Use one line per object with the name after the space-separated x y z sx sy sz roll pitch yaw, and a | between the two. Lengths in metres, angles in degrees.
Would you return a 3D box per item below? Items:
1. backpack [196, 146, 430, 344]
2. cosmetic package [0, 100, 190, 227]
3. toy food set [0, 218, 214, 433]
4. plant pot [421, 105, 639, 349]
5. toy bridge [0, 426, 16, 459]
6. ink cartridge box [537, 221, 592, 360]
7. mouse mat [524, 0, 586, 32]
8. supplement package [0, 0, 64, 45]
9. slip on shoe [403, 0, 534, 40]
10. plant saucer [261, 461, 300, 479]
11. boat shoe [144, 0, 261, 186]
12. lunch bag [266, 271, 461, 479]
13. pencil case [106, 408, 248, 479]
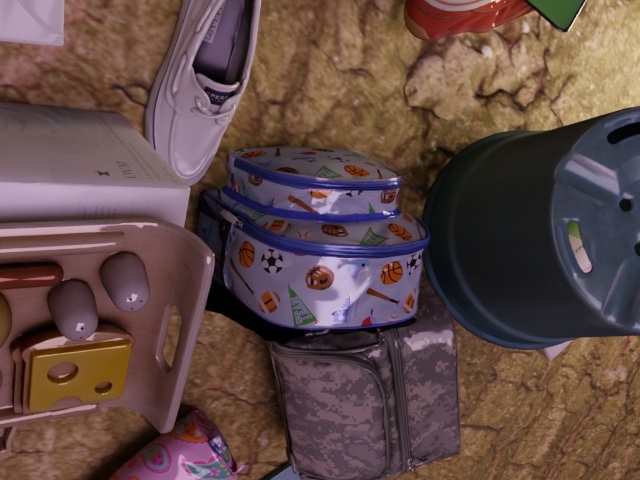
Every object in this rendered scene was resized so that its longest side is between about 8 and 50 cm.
0.000 0.000 0.819 0.276 0.263 0.213 -9 120 -28 | backpack
-0.273 -0.037 0.643 0.224 0.224 0.138 -1 116 -33 | cosmetic package
-0.247 0.101 0.533 0.306 0.092 0.220 -3 127 -31 | toy food set
0.341 -0.012 0.901 0.341 0.334 0.341 0 87 -8 | plant pot
-0.390 0.184 0.821 0.063 0.026 0.188 -15 122 -29 | toy bridge
0.419 0.065 1.227 0.207 0.119 0.353 -40 130 -8 | ink cartridge box
0.257 -0.356 0.851 0.189 0.007 0.153 38 60 -4 | mouse mat
-0.340 -0.275 0.517 0.261 0.145 0.204 -4 118 -33 | supplement package
0.239 -0.339 0.903 0.331 0.123 0.101 -24 161 -28 | slip on shoe
-0.103 0.434 1.159 0.192 0.018 0.067 -30 128 -17 | plant saucer
-0.128 -0.172 0.754 0.095 0.084 0.258 0 115 -34 | boat shoe
0.057 0.208 1.023 0.255 0.213 0.305 -13 123 -8 | lunch bag
-0.245 0.364 0.956 0.284 0.124 0.124 -38 130 -9 | pencil case
